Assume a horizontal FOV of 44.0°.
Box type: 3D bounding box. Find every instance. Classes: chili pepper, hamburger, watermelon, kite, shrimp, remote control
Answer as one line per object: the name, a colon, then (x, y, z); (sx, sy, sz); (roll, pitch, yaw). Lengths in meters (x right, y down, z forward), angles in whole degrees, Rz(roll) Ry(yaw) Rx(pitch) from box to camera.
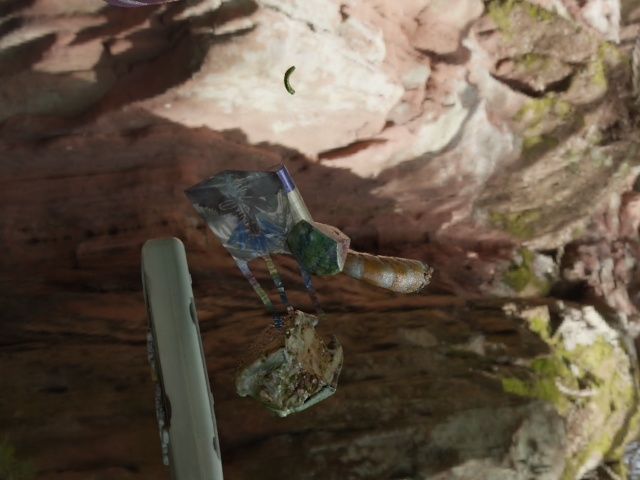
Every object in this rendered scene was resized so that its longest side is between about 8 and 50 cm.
chili pepper: (-0.067, -0.351, 1.747); (0.030, 0.017, 0.083); (-28, 149, -13)
hamburger: (-0.073, 0.268, 1.683); (0.192, 0.167, 0.288); (-31, -172, 14)
watermelon: (-0.005, 0.002, 1.130); (0.084, 0.092, 0.072); (-16, -153, 22)
kite: (-0.078, 0.019, 1.240); (0.169, 0.310, 0.015); (-14, -149, 29)
shrimp: (0.078, 0.049, 1.587); (0.287, 0.068, 0.185); (14, -174, 10)
remote control: (-0.141, 0.151, 0.801); (0.056, 0.296, 0.140); (-8, 151, -13)

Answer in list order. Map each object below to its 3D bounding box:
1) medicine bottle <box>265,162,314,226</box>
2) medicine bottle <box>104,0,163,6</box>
medicine bottle: (-0.070, -0.088, 2.039); (0.059, 0.231, 0.059); (-21, -153, 11)
medicine bottle: (-0.258, -0.477, 1.232); (0.212, 0.212, 0.325); (-5, -168, -30)
